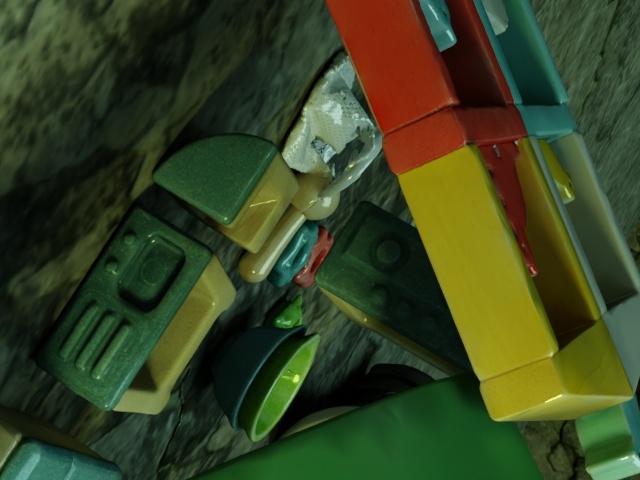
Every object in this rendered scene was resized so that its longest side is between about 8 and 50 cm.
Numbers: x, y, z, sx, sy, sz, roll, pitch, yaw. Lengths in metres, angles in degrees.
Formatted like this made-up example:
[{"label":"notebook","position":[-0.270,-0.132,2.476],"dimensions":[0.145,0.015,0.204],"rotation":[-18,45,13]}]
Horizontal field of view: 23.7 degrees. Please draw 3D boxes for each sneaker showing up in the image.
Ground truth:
[{"label":"sneaker","position":[0.043,0.142,1.155],"dimensions":[0.147,0.104,0.296],"rotation":[-55,170,-22]}]

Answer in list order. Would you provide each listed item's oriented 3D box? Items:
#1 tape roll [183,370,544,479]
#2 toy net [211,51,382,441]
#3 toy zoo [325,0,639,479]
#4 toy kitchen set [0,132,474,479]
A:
[{"label":"tape roll","position":[-0.063,0.152,0.576],"dimensions":[0.321,0.077,0.321],"rotation":[-25,168,-6]},{"label":"toy net","position":[0.000,0.000,0.848],"dimensions":[0.122,0.045,0.232],"rotation":[-37,153,-54]},{"label":"toy zoo","position":[0.066,-0.046,0.595],"dimensions":[0.030,0.293,0.192],"rotation":[-23,176,21]},{"label":"toy kitchen set","position":[-0.038,0.067,0.628],"dimensions":[0.207,0.166,0.122],"rotation":[-58,165,-6]}]
